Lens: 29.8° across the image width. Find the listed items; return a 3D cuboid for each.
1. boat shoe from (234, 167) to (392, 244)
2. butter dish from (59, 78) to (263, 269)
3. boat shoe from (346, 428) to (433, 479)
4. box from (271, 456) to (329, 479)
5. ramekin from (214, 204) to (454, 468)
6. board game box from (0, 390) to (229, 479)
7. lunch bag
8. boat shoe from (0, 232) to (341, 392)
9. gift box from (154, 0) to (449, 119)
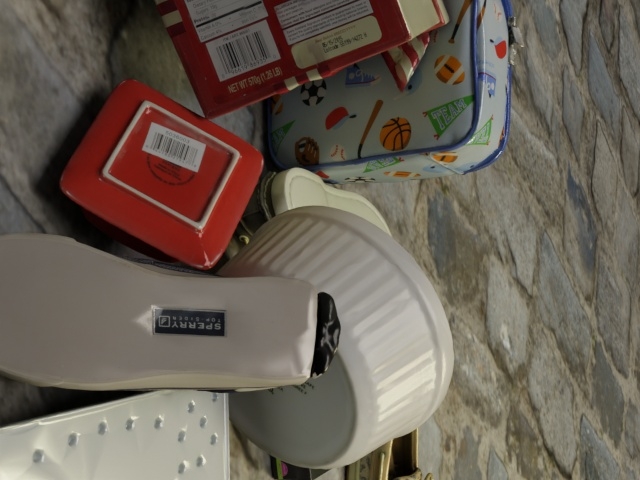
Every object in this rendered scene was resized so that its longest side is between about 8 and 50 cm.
[{"bbox_3d":[0.000,-0.004,1.421,0.305,0.091,0.109,29,50,-57],"label":"boat shoe"},{"bbox_3d":[-0.157,-0.043,1.134,0.160,0.118,0.159,29,53,-8],"label":"butter dish"},{"bbox_3d":[0.091,0.278,1.547,0.105,0.089,0.285,-23,107,-60],"label":"boat shoe"},{"bbox_3d":[-0.016,0.239,1.402,0.083,0.052,0.062,-15,100,-61],"label":"box"},{"bbox_3d":[-0.010,0.110,1.230,0.127,0.273,0.272,-34,116,-43],"label":"ramekin"},{"bbox_3d":[-0.203,0.332,1.037,0.390,0.050,0.389,-4,94,-62],"label":"board game box"},{"bbox_3d":[0.081,-0.192,1.370,0.115,0.303,0.243,14,74,-55],"label":"lunch bag"},{"bbox_3d":[-0.167,0.081,1.039,0.341,0.158,0.127,10,72,-17],"label":"boat shoe"},{"bbox_3d":[-0.026,-0.254,1.209,0.258,0.255,0.276,-50,124,-69],"label":"gift box"}]
